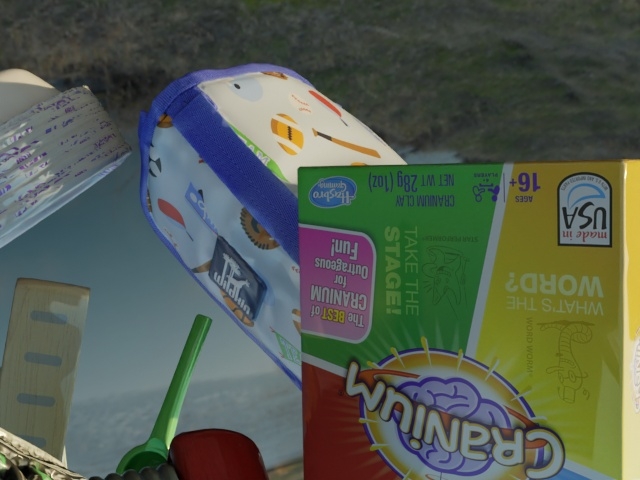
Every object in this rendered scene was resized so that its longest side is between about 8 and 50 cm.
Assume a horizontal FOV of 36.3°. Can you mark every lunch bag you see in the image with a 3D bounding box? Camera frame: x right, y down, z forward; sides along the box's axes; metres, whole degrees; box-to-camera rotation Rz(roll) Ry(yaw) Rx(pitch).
[{"bbox_3d":[0.000,0.000,1.004,0.239,0.328,0.385,-45,167,6],"label":"lunch bag"}]

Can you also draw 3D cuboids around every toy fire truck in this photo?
[{"bbox_3d":[-0.128,0.153,0.615,0.217,0.158,0.246,-5,141,-22],"label":"toy fire truck"}]

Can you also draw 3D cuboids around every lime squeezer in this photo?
[{"bbox_3d":[-0.137,0.223,0.848,0.059,0.310,0.110,19,-160,32],"label":"lime squeezer"}]

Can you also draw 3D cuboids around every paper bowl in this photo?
[{"bbox_3d":[-0.350,-0.071,1.016,0.284,0.148,0.284,-32,-172,5],"label":"paper bowl"}]

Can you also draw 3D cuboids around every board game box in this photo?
[{"bbox_3d":[0.100,0.105,0.664,0.242,0.316,0.064,1,-176,36],"label":"board game box"}]

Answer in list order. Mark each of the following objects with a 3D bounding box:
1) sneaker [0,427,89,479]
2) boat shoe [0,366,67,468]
[{"bbox_3d":[-0.118,0.103,0.333,0.146,0.134,0.343,-5,139,-3],"label":"sneaker"},{"bbox_3d":[-0.282,0.267,0.967,0.094,0.302,0.109,-10,-167,-5],"label":"boat shoe"}]
